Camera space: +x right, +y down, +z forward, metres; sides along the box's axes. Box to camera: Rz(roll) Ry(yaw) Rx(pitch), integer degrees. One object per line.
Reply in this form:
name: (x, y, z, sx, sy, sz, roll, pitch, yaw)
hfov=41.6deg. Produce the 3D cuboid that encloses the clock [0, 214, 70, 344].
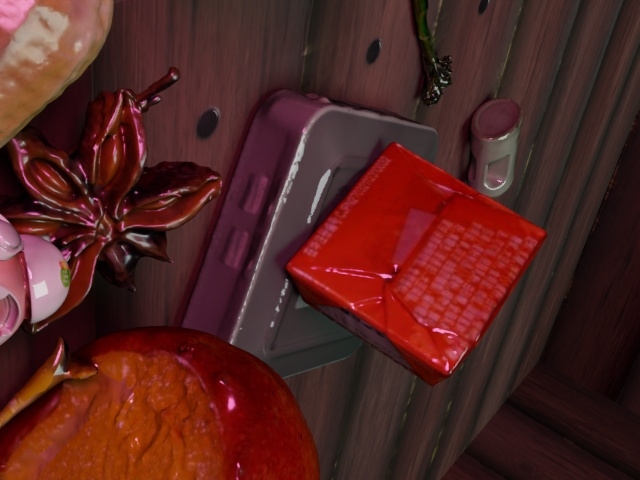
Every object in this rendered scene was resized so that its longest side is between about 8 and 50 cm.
clock: (-0.284, 0.027, 0.609, 0.162, 0.093, 0.166, -28, 149, 16)

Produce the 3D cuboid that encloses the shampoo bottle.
shampoo bottle: (0.339, -0.159, 1.660, 0.118, 0.087, 0.234, -51, 153, -27)

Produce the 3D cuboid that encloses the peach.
peach: (-0.179, 0.289, 0.863, 0.406, 0.335, 0.310, -63, 158, -6)

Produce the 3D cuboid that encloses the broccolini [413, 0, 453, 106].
broccolini: (0.168, -0.292, 1.249, 0.254, 0.057, 0.071, 69, 11, -62)

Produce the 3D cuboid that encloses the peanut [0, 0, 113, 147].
peanut: (-0.240, -0.124, 0.562, 0.224, 0.129, 0.129, -48, 153, -9)

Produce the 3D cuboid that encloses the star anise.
star anise: (-0.200, -0.029, 0.737, 0.220, 0.126, 0.190, -24, 111, -20)

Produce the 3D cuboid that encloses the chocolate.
chocolate: (0.116, 0.031, 1.039, 0.237, 0.234, 0.108, -51, 163, -25)

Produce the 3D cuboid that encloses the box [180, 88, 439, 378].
box: (0.000, 0.000, 1.165, 0.396, 0.111, 0.397, -6, 119, -60)
